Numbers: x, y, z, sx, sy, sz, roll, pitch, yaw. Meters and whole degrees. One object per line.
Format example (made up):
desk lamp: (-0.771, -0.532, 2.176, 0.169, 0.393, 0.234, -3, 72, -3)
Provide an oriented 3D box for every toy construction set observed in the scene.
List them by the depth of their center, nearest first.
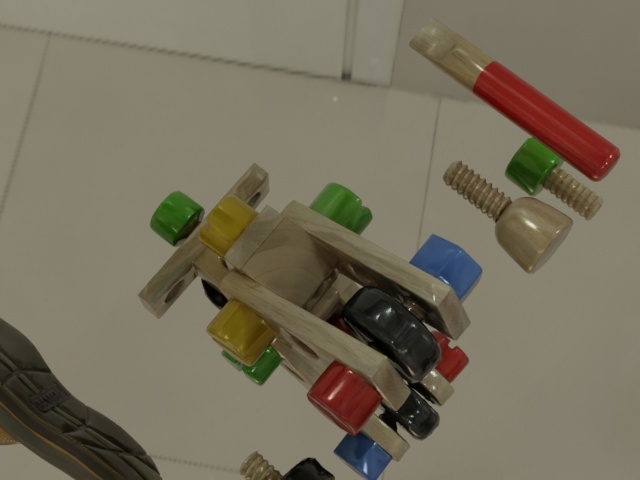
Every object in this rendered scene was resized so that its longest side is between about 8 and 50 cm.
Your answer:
toy construction set: (0.000, 0.000, 0.706, 0.237, 0.257, 0.309, 41, 104, 17)

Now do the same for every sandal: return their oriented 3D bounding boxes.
sandal: (-0.195, 0.108, 0.713, 0.219, 0.090, 0.060, 38, 98, 5)
